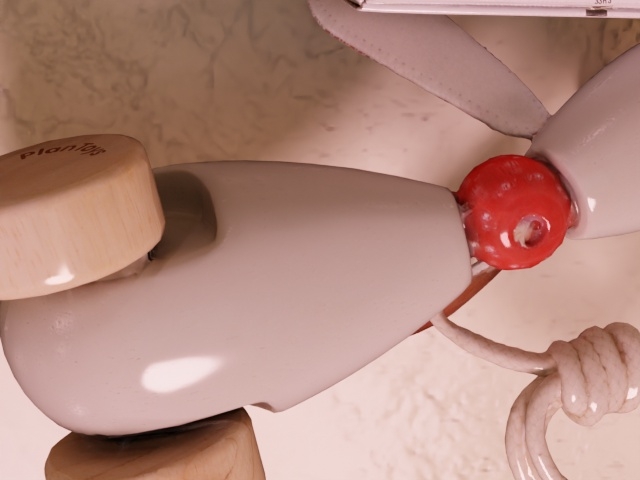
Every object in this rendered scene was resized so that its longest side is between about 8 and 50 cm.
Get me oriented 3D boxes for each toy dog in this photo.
[{"bbox_3d":[0.000,0.000,0.787,0.334,0.161,0.220,-1,106,-23],"label":"toy dog"}]

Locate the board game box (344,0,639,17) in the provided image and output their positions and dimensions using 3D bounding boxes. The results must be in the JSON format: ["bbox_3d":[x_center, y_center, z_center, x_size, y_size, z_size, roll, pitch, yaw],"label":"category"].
[{"bbox_3d":[0.110,-0.237,0.726,0.193,0.053,0.305,1,100,-8],"label":"board game box"}]
